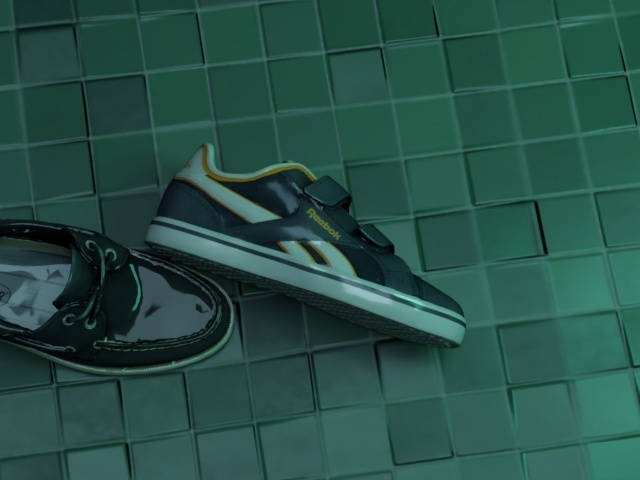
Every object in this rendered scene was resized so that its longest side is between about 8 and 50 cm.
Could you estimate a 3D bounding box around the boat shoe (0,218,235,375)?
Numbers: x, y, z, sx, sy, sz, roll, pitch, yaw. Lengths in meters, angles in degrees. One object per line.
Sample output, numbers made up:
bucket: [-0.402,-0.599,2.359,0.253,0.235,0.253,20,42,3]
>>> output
boat shoe: [-0.250,0.042,1.464,0.340,0.113,0.127,15,73,1]

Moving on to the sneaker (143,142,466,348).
sneaker: [0.000,0.000,1.487,0.321,0.126,0.127,20,79,4]
